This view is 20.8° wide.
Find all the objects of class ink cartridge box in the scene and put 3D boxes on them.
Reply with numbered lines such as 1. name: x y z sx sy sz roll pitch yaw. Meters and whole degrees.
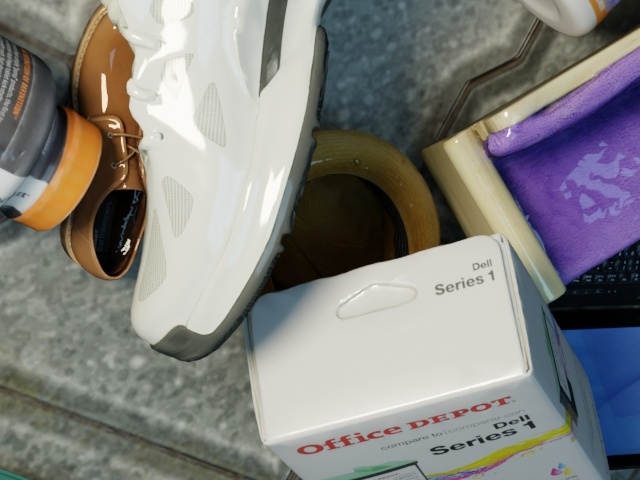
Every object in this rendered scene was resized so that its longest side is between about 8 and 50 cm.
1. ink cartridge box: 0.087 0.125 1.312 0.201 0.117 0.278 -16 149 14

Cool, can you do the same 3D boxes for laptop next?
1. laptop: 0.314 0.042 1.490 0.234 0.136 0.264 -1 109 -26

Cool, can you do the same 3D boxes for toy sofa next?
1. toy sofa: 0.276 -0.100 1.373 0.362 0.177 0.150 -31 94 -13

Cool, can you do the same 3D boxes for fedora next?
1. fedora: 0.000 0.000 1.358 0.194 0.079 0.194 -8 111 -22

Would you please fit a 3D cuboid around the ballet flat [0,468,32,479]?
1. ballet flat: -0.165 0.290 1.359 0.483 0.164 0.182 13 127 -30

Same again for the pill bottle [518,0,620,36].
1. pill bottle: 0.232 -0.272 1.344 0.216 0.121 0.121 -46 121 -3

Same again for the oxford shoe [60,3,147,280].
1. oxford shoe: -0.141 -0.072 1.269 0.076 0.076 0.212 0 107 -24

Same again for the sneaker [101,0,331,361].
1. sneaker: -0.125 -0.156 1.162 0.257 0.169 0.447 14 91 -16

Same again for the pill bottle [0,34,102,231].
1. pill bottle: -0.268 -0.096 1.167 0.246 0.130 0.130 30 94 -30
